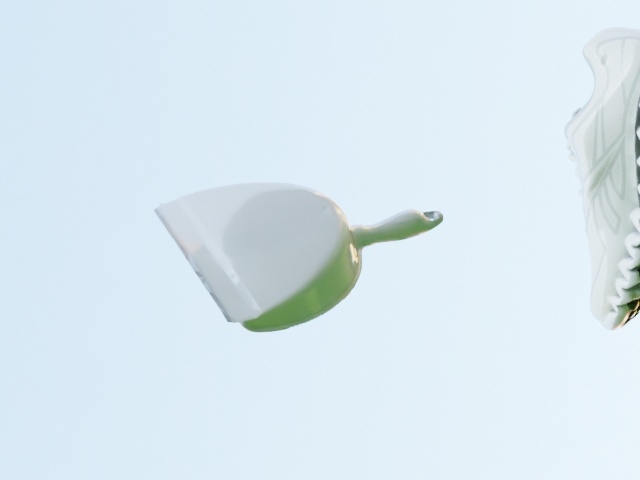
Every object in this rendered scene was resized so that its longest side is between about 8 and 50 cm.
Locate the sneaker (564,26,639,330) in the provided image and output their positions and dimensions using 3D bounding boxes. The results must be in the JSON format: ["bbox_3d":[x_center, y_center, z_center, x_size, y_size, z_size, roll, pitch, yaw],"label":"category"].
[{"bbox_3d":[0.282,-0.060,1.624,0.110,0.118,0.292,-25,-52,-53],"label":"sneaker"}]

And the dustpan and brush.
[{"bbox_3d":[0.000,0.000,1.315,0.211,0.147,0.060,-22,-43,-17],"label":"dustpan and brush"}]
